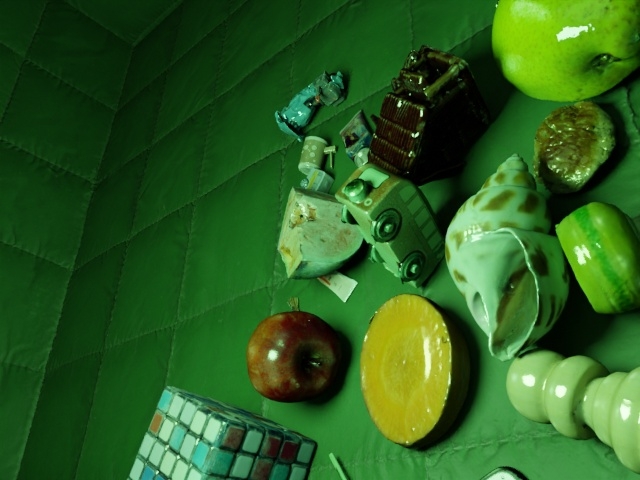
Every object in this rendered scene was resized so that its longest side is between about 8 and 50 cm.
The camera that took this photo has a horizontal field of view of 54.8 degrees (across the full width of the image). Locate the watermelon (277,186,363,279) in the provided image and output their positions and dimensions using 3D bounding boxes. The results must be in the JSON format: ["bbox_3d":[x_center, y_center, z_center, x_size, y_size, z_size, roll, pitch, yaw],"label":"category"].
[{"bbox_3d":[-0.003,0.004,1.605,0.322,0.188,0.175,-88,18,-45],"label":"watermelon"}]

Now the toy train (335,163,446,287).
[{"bbox_3d":[0.156,-0.035,1.313,0.159,0.326,0.129,-49,44,-10],"label":"toy train"}]

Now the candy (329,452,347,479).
[{"bbox_3d":[0.074,0.538,1.245,0.084,0.078,0.288,-40,35,-1],"label":"candy"}]

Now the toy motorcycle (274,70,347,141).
[{"bbox_3d":[-0.040,-0.418,1.926,0.272,0.123,0.182,-30,37,34],"label":"toy motorcycle"}]

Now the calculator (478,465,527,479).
[{"bbox_3d":[0.286,0.513,1.049,0.268,0.040,0.177,-51,41,6],"label":"calculator"}]

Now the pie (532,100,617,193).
[{"bbox_3d":[0.496,-0.186,1.214,0.163,0.079,0.194,-9,62,41],"label":"pie"}]

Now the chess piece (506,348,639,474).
[{"bbox_3d":[0.430,0.254,0.968,0.299,0.167,0.167,7,72,57],"label":"chess piece"}]

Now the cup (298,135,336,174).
[{"bbox_3d":[-0.008,-0.244,1.834,0.074,0.102,0.099,111,173,-74],"label":"cup"}]

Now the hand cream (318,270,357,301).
[{"bbox_3d":[0.015,0.091,1.620,0.216,0.038,0.053,33,120,48],"label":"hand cream"}]

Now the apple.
[{"bbox_3d":[-0.063,0.268,1.448,0.234,0.234,0.234,-27,49,36],"label":"apple"}]

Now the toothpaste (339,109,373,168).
[{"bbox_3d":[0.108,-0.272,1.727,0.096,0.061,0.266,-44,35,22],"label":"toothpaste"}]

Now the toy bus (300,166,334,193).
[{"bbox_3d":[-0.032,-0.112,1.774,0.075,0.064,0.191,21,84,40],"label":"toy bus"}]

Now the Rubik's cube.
[{"bbox_3d":[-0.234,0.533,1.414,0.293,0.286,0.292,4,69,49],"label":"Rubik's cube"}]

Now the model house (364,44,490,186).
[{"bbox_3d":[0.199,-0.274,1.423,0.283,0.297,0.317,-50,41,5],"label":"model house"}]

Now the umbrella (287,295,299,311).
[{"bbox_3d":[-0.069,0.181,1.666,0.031,0.020,0.083,-16,44,-7],"label":"umbrella"}]

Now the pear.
[{"bbox_3d":[0.518,-0.439,1.219,0.342,0.238,0.318,-47,32,17],"label":"pear"}]

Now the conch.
[{"bbox_3d":[0.345,0.021,1.125,0.249,0.197,0.369,156,104,-70],"label":"conch"}]

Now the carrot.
[{"bbox_3d":[0.184,0.265,1.266,0.258,0.100,0.308,-20,56,44],"label":"carrot"}]

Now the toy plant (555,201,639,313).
[{"bbox_3d":[0.556,-0.013,0.973,0.315,0.184,0.224,-28,30,22],"label":"toy plant"}]
